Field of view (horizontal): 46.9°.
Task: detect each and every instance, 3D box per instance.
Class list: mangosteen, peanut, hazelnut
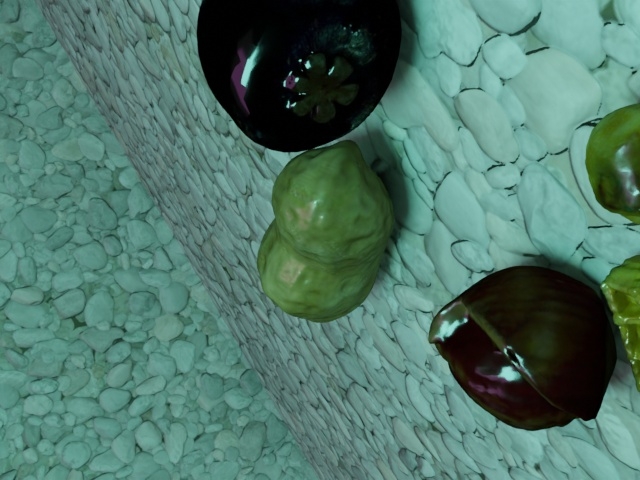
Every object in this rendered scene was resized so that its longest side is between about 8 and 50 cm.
[{"bbox_3d":[-0.025,-0.215,0.764,0.243,0.243,0.243,48,156,29],"label":"mangosteen"},{"bbox_3d":[0.000,0.000,0.999,0.169,0.192,0.387,39,155,15],"label":"peanut"},{"bbox_3d":[0.203,0.115,0.741,0.170,0.160,0.202,51,152,18],"label":"hazelnut"}]

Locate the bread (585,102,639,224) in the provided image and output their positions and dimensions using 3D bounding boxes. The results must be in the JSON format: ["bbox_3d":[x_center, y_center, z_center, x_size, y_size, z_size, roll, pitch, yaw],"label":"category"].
[{"bbox_3d":[0.278,-0.043,0.458,0.269,0.098,0.087,16,91,62],"label":"bread"}]

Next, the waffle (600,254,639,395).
[{"bbox_3d":[0.331,0.094,0.562,0.160,0.055,0.211,64,160,-14],"label":"waffle"}]
